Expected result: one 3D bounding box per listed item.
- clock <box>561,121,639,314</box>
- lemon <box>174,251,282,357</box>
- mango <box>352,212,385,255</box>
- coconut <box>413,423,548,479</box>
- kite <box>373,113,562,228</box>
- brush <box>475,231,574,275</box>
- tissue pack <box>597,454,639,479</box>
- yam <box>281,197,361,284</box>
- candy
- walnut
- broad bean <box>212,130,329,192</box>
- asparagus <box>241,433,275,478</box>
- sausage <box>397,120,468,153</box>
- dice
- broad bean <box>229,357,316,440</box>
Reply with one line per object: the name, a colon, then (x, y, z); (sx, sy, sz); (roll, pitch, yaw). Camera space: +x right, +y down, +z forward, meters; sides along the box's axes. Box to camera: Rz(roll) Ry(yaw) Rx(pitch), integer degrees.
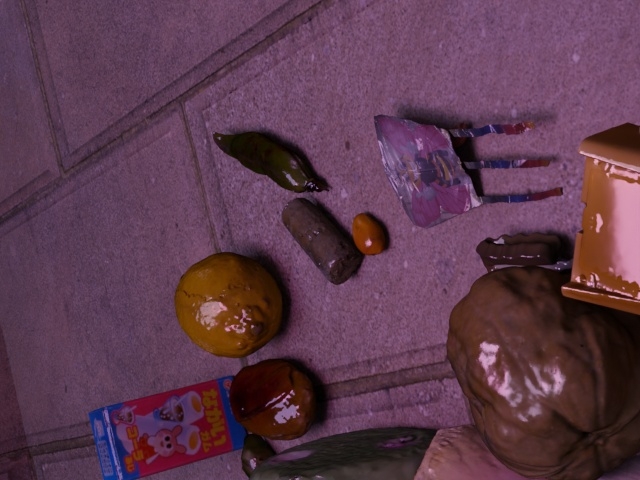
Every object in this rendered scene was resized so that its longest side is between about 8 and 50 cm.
clock: (0.469, -0.003, 1.430); (0.317, 0.200, 0.244); (21, 118, 41)
lemon: (-0.177, 0.125, 2.336); (0.260, 0.204, 0.204); (32, 123, 56)
mango: (0.081, -0.012, 2.074); (0.060, 0.046, 0.089); (-62, 38, 39)
coconut: (0.264, 0.427, 1.706); (0.310, 0.297, 0.297); (23, 123, 10)
kite: (0.209, -0.115, 1.848); (0.360, 0.022, 0.204); (-5, 112, 54)
brush: (0.355, 0.031, 1.701); (0.301, 0.071, 0.084); (-2, 114, 46)
tissue pack: (0.445, 0.377, 1.599); (0.103, 0.090, 0.170); (10, 124, 57)
yam: (0.000, 0.000, 2.161); (0.179, 0.078, 0.078); (47, 134, 37)
candy: (-0.310, 0.390, 2.491); (0.100, 0.306, 0.157); (-23, 80, 56)
walnut: (0.310, 0.174, 1.594); (0.277, 0.282, 0.253); (55, 132, 46)
broad bean: (-0.099, -0.155, 2.268); (0.339, 0.061, 0.077); (32, 135, 46)
asparagus: (-0.061, 0.520, 2.381); (0.085, 0.082, 0.343); (-47, 55, 7)
sausage: (0.179, -0.158, 1.905); (0.042, 0.036, 0.158); (51, 151, -20)
dice: (0.078, 0.491, 1.970); (0.330, 0.318, 0.322); (-11, 90, 55)
broad bean: (-0.085, 0.305, 2.320); (0.228, 0.122, 0.156); (-1, 73, 48)
